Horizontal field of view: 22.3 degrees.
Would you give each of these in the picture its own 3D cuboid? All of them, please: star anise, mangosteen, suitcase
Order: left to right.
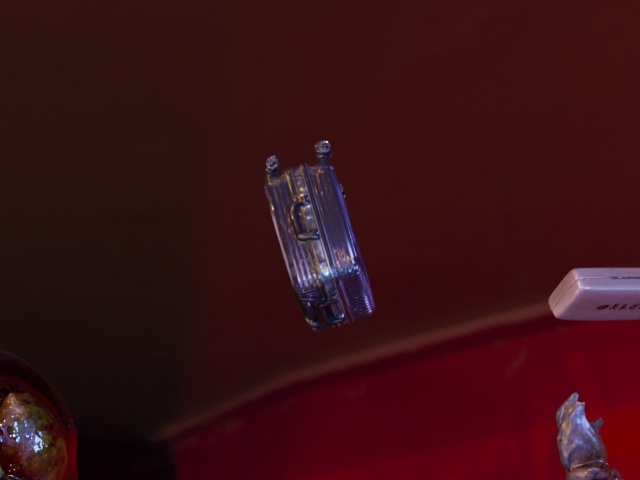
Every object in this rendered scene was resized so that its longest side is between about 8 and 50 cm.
[{"bbox_3d":[-0.316,0.204,1.465,0.250,0.211,0.211,-153,76,-74],"label":"mangosteen"},{"bbox_3d":[0.000,0.000,1.218,0.086,0.059,0.126,69,-176,-59],"label":"suitcase"},{"bbox_3d":[0.223,0.190,1.330,0.042,0.141,0.141,-21,50,14],"label":"star anise"}]

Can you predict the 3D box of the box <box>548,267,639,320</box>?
[{"bbox_3d":[0.235,0.042,1.254,0.048,0.115,0.025,-60,38,44],"label":"box"}]
